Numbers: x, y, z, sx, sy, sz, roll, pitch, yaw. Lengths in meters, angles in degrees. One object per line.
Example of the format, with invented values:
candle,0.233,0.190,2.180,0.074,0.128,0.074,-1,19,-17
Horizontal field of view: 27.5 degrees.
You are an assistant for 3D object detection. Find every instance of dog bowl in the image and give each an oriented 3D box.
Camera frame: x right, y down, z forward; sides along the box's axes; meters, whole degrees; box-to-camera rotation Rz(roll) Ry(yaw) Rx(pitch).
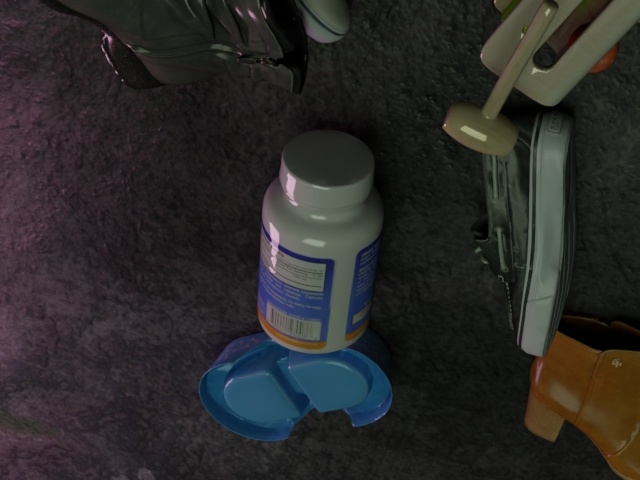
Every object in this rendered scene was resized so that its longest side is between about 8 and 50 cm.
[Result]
dog bowl,-0.030,0.195,1.870,0.297,0.074,0.166,-14,125,28

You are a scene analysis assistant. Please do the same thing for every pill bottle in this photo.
pill bottle,0.000,0.000,1.633,0.152,0.152,0.272,12,132,7

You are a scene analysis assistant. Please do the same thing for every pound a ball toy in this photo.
pound a ball toy,0.272,-0.229,1.304,0.136,0.208,0.319,31,132,-11

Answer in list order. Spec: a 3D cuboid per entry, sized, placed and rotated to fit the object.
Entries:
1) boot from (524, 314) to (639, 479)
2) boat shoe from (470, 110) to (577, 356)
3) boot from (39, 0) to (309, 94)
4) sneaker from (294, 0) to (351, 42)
boot,0.421,0.214,1.726,0.295,0.104,0.211,18,134,7
boat shoe,0.244,-0.012,1.587,0.119,0.121,0.335,9,122,20
boot,-0.146,-0.261,1.325,0.223,0.118,0.338,3,162,23
sneaker,-0.016,-0.326,1.384,0.091,0.094,0.258,-9,127,30
